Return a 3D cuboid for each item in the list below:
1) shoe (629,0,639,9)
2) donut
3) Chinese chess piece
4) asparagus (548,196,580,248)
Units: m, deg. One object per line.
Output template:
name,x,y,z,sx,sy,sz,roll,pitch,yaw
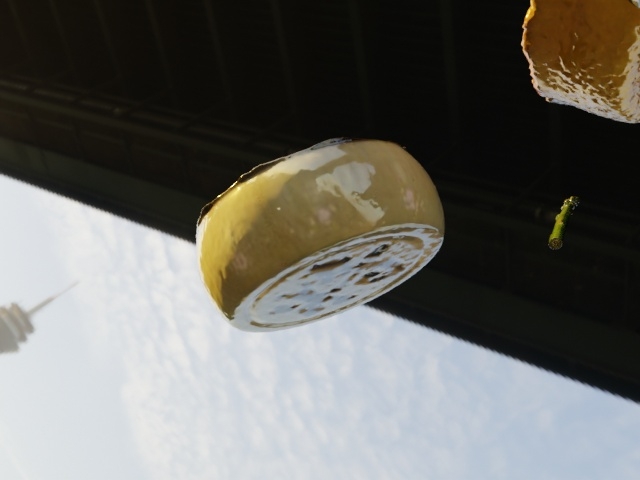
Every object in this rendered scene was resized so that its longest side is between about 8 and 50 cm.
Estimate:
shoe,0.366,-0.221,0.564,0.171,0.337,0.132,46,-24,56
donut,0.317,-0.239,0.764,0.110,0.303,0.303,40,-37,35
Chinese chess piece,0.000,0.000,0.883,0.257,0.257,0.104,-50,-123,52
asparagus,0.225,-0.022,0.796,0.016,0.163,0.016,-21,-82,25
